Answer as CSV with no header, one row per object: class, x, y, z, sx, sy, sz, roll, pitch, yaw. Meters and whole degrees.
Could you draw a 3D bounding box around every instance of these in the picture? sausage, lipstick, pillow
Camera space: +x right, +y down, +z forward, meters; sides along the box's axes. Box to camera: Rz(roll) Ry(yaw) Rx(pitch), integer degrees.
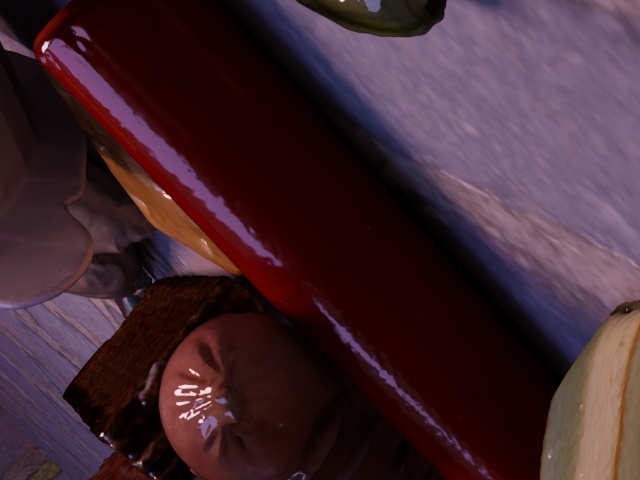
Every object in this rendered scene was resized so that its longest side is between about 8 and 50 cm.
sausage,0.007,0.104,0.956,0.088,0.088,0.433,40,177,20
lipstick,0.001,-0.001,0.806,0.280,0.073,0.073,48,167,-12
pillow,-0.181,-0.018,1.272,0.173,0.067,0.270,23,168,-5

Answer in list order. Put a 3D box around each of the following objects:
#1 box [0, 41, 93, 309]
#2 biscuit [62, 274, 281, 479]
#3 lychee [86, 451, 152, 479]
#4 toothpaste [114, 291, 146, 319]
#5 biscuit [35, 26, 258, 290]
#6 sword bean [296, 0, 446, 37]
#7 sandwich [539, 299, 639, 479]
box,-0.258,-0.088,0.998,0.291,0.262,0.206,25,146,40
biscuit,-0.087,0.082,1.174,0.073,0.107,0.388,40,172,-8
lychee,-0.071,0.247,1.403,0.260,0.260,0.260,42,167,13
toothpaste,-0.111,0.086,1.488,0.216,0.037,0.062,55,166,-17
biscuit,-0.045,-0.016,0.981,0.249,0.030,0.160,32,161,45
sword bean,-0.045,-0.109,0.689,0.269,0.038,0.043,25,151,52
sandwich,0.123,0.166,0.653,0.227,0.198,0.155,45,167,-2
